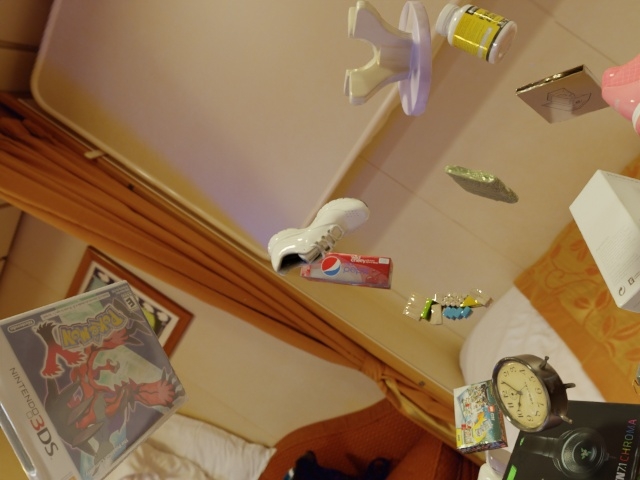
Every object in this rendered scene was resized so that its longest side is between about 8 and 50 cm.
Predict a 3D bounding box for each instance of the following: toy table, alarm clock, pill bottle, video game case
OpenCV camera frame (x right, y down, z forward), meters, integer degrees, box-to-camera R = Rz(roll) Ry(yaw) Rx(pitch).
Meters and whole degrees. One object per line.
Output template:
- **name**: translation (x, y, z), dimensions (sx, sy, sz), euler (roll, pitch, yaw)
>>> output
- **toy table**: translation (0.143, -0.411, 0.898), dimensions (0.252, 0.160, 0.274), euler (95, 175, -59)
- **alarm clock**: translation (0.372, 0.281, 0.744), dimensions (0.192, 0.064, 0.129), euler (132, 132, -59)
- **pill bottle**: translation (0.251, -0.342, 0.656), dimensions (0.065, 0.116, 0.065), euler (-42, -25, -25)
- **video game case**: translation (-0.247, 0.149, 0.444), dimensions (0.023, 0.183, 0.201), euler (-28, 1, 15)
- **pill bottle**: translation (0.622, 0.865, 1.413), dimensions (0.131, 0.131, 0.229), euler (-66, -15, -85)

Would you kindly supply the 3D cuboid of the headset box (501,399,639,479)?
- **headset box**: translation (0.538, 0.468, 0.822), dimensions (0.246, 0.131, 0.283), euler (-51, 6, -27)

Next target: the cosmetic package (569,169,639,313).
- **cosmetic package**: translation (0.911, 0.003, 1.125), dimensions (0.453, 0.230, 0.162), euler (-74, -2, -50)

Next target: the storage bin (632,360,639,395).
- **storage bin**: translation (0.728, 0.297, 0.866), dimensions (0.135, 0.091, 0.098), euler (-32, 8, -39)

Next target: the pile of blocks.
- **pile of blocks**: translation (0.530, 0.287, 1.658), dimensions (0.362, 0.112, 0.149), euler (-11, 59, 35)

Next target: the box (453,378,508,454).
- **box**: translation (0.557, 0.617, 1.414), dimensions (0.159, 0.044, 0.233), euler (-30, 24, 31)

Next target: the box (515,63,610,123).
- **box**: translation (0.642, -0.376, 1.053), dimensions (0.164, 0.201, 0.021), euler (-6, 72, 53)

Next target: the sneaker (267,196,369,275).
- **sneaker**: translation (0.000, 0.000, 1.029), dimensions (0.297, 0.111, 0.129), euler (-32, 32, 14)

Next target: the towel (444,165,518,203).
- **towel**: translation (0.348, -0.125, 0.877), dimensions (0.027, 0.110, 0.148), euler (-59, 32, 3)

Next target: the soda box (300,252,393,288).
- **soda box**: translation (0.080, 0.088, 1.197), dimensions (0.092, 0.263, 0.084), euler (45, -128, -70)

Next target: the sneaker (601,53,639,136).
- **sneaker**: translation (0.484, -0.260, 0.461), dimensions (0.314, 0.116, 0.136), euler (-39, 45, 18)
